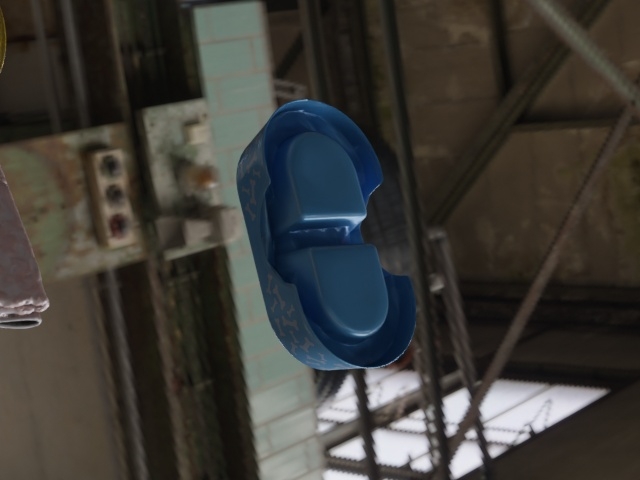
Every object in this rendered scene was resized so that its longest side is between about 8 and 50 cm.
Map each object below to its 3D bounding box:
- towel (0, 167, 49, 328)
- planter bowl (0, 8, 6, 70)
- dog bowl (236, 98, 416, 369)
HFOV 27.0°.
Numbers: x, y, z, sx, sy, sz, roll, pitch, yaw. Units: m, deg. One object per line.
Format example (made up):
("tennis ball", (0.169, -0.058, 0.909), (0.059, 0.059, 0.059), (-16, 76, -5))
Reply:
("towel", (-0.508, -0.017, 1.533), (0.317, 0.332, 0.053), (60, -43, 37))
("planter bowl", (-0.591, -0.314, 2.039), (0.217, 0.090, 0.217), (6, -78, 32))
("dog bowl", (0.000, 0.000, 1.418), (0.074, 0.166, 0.297), (-26, -107, 45))
